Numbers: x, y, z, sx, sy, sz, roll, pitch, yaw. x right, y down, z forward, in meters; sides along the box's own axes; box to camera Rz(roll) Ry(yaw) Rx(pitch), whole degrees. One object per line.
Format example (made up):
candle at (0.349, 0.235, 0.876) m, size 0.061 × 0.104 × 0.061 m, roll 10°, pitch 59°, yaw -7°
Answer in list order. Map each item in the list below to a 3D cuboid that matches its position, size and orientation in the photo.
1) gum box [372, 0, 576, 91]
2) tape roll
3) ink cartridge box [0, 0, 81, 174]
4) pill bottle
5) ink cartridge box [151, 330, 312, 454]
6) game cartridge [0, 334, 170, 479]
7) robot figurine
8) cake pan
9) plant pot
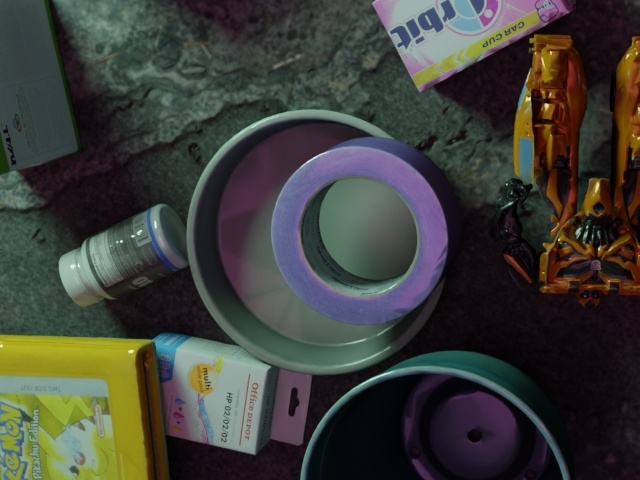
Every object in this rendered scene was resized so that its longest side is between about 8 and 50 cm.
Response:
gum box at (0.164, -0.247, 1.904) m, size 0.188 × 0.062 × 0.107 m, roll -28°, pitch 93°, yaw 17°
tape roll at (0.049, -0.011, 1.915) m, size 0.189 × 0.080 × 0.189 m, roll 3°, pitch 101°, yaw 15°
ink cartridge box at (-0.362, -0.163, 1.956) m, size 0.097 × 0.255 × 0.188 m, roll -10°, pitch 97°, yaw 16°
pill bottle at (-0.219, 0.019, 2.047) m, size 0.137 × 0.078 × 0.078 m, roll -24°, pitch 94°, yaw 18°
ink cartridge box at (-0.107, 0.174, 2.055) m, size 0.181 × 0.061 × 0.104 m, roll 11°, pitch 104°, yaw 13°
game cartridge at (-0.320, 0.250, 2.098) m, size 0.324 × 0.053 × 0.285 m, roll -1°, pitch 100°, yaw 27°
robot figurine at (0.282, -0.065, 1.884) m, size 0.211 × 0.085 × 0.291 m, roll 1°, pitch 105°, yaw 3°
cake pan at (0.000, 0.000, 1.999) m, size 0.293 × 0.054 × 0.293 m, roll 3°, pitch 101°, yaw 14°
plant pot at (0.143, 0.230, 1.900) m, size 0.272 × 0.255 × 0.271 m, roll 3°, pitch 102°, yaw 15°
